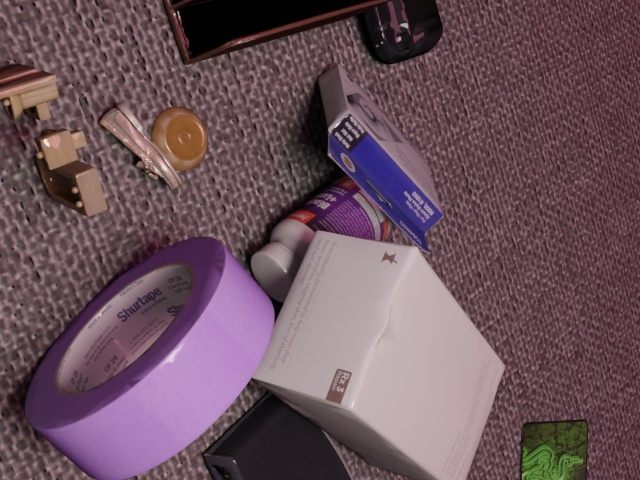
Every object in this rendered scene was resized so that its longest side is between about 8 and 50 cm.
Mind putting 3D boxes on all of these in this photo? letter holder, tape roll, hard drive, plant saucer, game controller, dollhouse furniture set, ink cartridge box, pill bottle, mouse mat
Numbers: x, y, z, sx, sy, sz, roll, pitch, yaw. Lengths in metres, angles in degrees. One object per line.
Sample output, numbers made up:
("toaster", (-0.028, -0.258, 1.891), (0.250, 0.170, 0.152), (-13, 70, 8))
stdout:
("letter holder", (-0.025, -0.351, 1.161), (0.302, 0.214, 0.152), (-26, 104, -36))
("tape roll", (-0.185, 0.121, 0.983), (0.090, 0.275, 0.275), (50, 61, -25))
("hard drive", (-0.034, 0.339, 1.234), (0.172, 0.054, 0.254), (-40, 112, -32))
("plant saucer", (-0.177, -0.131, 1.162), (0.083, 0.015, 0.083), (1, 88, -37))
("game controller", (0.098, -0.431, 1.368), (0.166, 0.067, 0.319), (-30, 108, -50))
("dollhouse furniture set", (-0.334, -0.094, 0.976), (0.123, 0.144, 0.151), (-27, 119, -31))
("ink cartridge box", (0.087, -0.118, 1.265), (0.223, 0.045, 0.224), (43, 23, -29))
("pill bottle", (0.000, 0.000, 1.237), (0.193, 0.108, 0.108), (-38, 111, -33))
("mouse mat", (0.419, 0.398, 1.617), (0.190, 0.007, 0.152), (6, 85, -37))

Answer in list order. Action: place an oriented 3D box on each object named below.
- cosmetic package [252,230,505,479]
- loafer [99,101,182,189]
("cosmetic package", (0.095, 0.173, 1.203), (0.385, 0.156, 0.217), (49, 59, -48))
("loafer", (-0.222, -0.109, 1.115), (0.039, 0.045, 0.125), (-39, 106, -14))
